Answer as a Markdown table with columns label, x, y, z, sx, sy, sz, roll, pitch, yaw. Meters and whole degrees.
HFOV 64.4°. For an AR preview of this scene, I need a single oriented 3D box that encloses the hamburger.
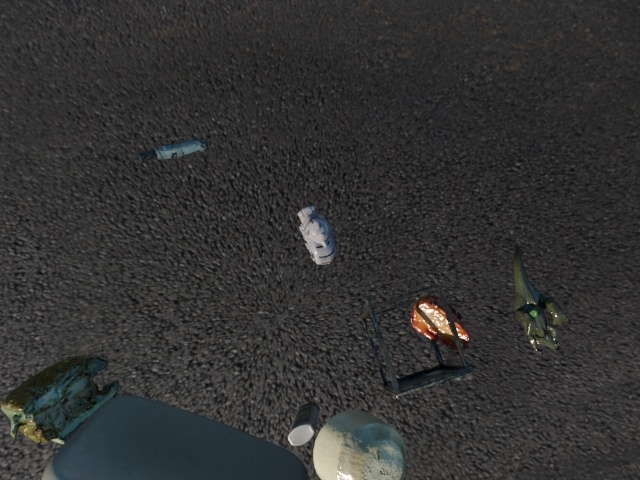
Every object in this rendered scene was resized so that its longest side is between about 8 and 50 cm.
| label | x | y | z | sx | sy | sz | roll | pitch | yaw |
| --- | --- | --- | --- | --- | --- | --- | --- | --- | --- |
| hamburger | -0.730 | 0.439 | 1.407 | 0.192 | 0.288 | 0.168 | -6 | 110 | 30 |

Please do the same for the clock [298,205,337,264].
| label | x | y | z | sx | sy | sz | roll | pitch | yaw |
| --- | --- | --- | --- | --- | --- | --- | --- | --- | --- |
| clock | -0.001 | 0.000 | 1.426 | 0.080 | 0.117 | 0.176 | -23 | 122 | -6 |

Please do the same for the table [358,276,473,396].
| label | x | y | z | sx | sy | sz | roll | pitch | yaw |
| --- | --- | --- | --- | --- | --- | --- | --- | --- | --- |
| table | 0.265 | 0.291 | 1.521 | 0.222 | 0.335 | 0.272 | -17 | 77 | -3 |

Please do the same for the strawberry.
| label | x | y | z | sx | sy | sz | roll | pitch | yaw |
| --- | --- | --- | --- | --- | --- | --- | --- | --- | --- |
| strawberry | 0.347 | 0.237 | 1.453 | 0.188 | 0.082 | 0.121 | 42 | 122 | 10 |

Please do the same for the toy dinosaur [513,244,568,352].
| label | x | y | z | sx | sy | sz | roll | pitch | yaw |
| --- | --- | --- | --- | --- | --- | --- | --- | --- | --- |
| toy dinosaur | 0.406 | 0.130 | 1.015 | 0.087 | 0.179 | 0.187 | -19 | 122 | -3 |

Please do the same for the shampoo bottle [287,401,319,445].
| label | x | y | z | sx | sy | sz | roll | pitch | yaw |
| --- | --- | --- | --- | --- | --- | --- | --- | --- | --- |
| shampoo bottle | -0.049 | 0.573 | 1.599 | 0.086 | 0.227 | 0.056 | -30 | 87 | 3 |

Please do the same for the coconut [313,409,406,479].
| label | x | y | z | sx | sy | sz | roll | pitch | yaw |
| --- | --- | --- | --- | --- | --- | --- | --- | --- | --- |
| coconut | 0.105 | 0.607 | 1.443 | 0.237 | 0.266 | 0.238 | 4 | 82 | -28 |

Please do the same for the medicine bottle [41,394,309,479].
| label | x | y | z | sx | sy | sz | roll | pitch | yaw |
| --- | --- | --- | --- | --- | --- | --- | --- | --- | --- |
| medicine bottle | -0.206 | 0.378 | 0.774 | 0.375 | 0.282 | 0.123 | 21 | 105 | 0 |

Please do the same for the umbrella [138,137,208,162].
| label | x | y | z | sx | sy | sz | roll | pitch | yaw |
| --- | --- | --- | --- | --- | --- | --- | --- | --- | --- |
| umbrella | -0.539 | -0.333 | 1.863 | 0.250 | 0.052 | 0.053 | -15 | 43 | -14 |
